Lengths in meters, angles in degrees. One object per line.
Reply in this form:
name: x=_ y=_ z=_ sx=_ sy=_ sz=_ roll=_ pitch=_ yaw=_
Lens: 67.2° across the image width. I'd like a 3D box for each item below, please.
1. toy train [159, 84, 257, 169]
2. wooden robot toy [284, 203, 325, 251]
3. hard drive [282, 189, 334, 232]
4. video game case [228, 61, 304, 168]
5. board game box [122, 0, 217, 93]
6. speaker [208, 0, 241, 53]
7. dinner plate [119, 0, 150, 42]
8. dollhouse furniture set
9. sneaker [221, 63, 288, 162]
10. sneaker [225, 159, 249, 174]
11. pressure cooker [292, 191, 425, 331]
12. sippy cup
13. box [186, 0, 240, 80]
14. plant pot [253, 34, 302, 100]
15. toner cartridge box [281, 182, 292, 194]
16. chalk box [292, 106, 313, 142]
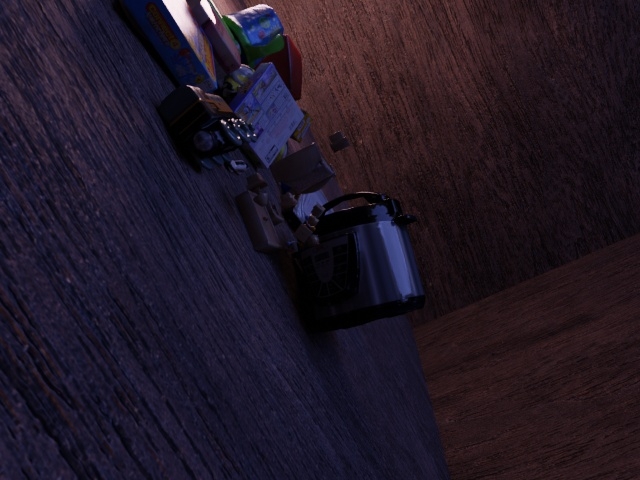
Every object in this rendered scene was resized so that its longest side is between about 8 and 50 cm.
toy train: x=-0.280 y=-0.299 z=1.244 sx=0.190 sy=0.142 sz=0.334 roll=53 pitch=13 yaw=-9
wooden robot toy: x=-0.029 y=-0.018 z=1.398 sx=0.079 sy=0.173 sz=0.076 roll=37 pitch=7 yaw=4
hard drive: x=-0.014 y=-0.066 z=1.908 sx=0.339 sy=0.064 sz=0.237 roll=58 pitch=35 yaw=-34
video game case: x=-0.195 y=-0.430 z=1.671 sx=0.269 sy=0.061 sz=0.244 roll=-59 pitch=139 yaw=-22
board game box: x=-0.408 y=-0.596 z=1.336 sx=0.302 sy=0.086 sz=0.308 roll=59 pitch=10 yaw=-46
speaker: x=-0.407 y=-0.773 z=1.711 sx=0.296 sy=0.131 sz=0.131 roll=55 pitch=14 yaw=-38
dinner plate: x=-0.476 y=-0.587 z=1.262 sx=0.141 sy=0.017 sz=0.141 roll=59 pitch=14 yaw=-24
dollhouse furniture set: x=-0.034 y=-0.112 z=1.365 sx=0.174 sy=0.355 sz=0.303 roll=68 pitch=11 yaw=12
sneaker: x=-0.250 y=-0.436 z=1.761 sx=0.384 sy=0.145 sz=0.147 roll=60 pitch=42 yaw=-33
sneaker: x=-0.249 y=-0.227 z=1.439 sx=0.040 sy=0.044 sz=0.109 roll=67 pitch=13 yaw=3
pressure cooker: x=0.111 y=0.059 z=1.547 sx=0.375 sy=0.370 sz=0.420 roll=130 pitch=-51 yaw=-72
sippy cup: x=-0.276 y=-0.812 z=1.912 sx=0.305 sy=0.224 sz=0.240 roll=49 pitch=-21 yaw=4
box: x=-0.380 y=-0.671 z=1.600 sx=0.232 sy=0.127 sz=0.148 roll=55 pitch=15 yaw=-42
plant pot: x=-0.223 y=-0.784 z=2.301 sx=0.267 sy=0.267 sz=0.236 roll=-2 pitch=80 yaw=-78
toner cartridge box: x=-0.095 y=-0.244 z=2.105 sx=0.165 sy=0.075 sz=0.348 roll=65 pitch=11 yaw=-4
chalk box: x=-0.167 y=-0.575 z=2.259 sx=0.213 sy=0.132 sz=0.132 roll=31 pitch=3 yaw=13
